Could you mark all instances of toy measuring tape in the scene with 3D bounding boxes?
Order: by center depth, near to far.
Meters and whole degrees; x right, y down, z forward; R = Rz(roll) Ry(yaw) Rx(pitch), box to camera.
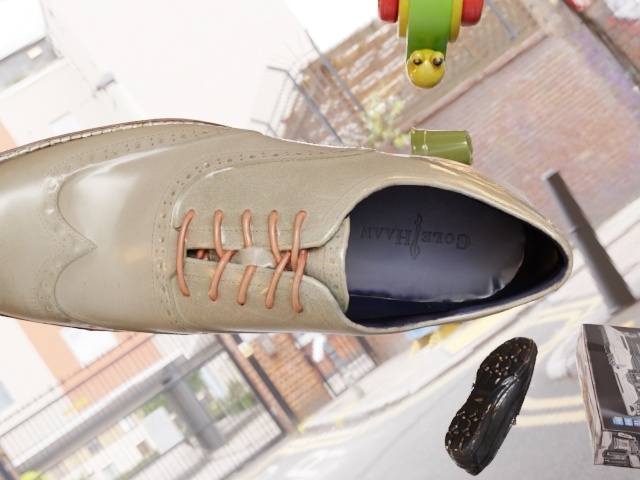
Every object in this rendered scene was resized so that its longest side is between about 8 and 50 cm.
[{"bbox_3d":[0.120,-0.322,0.901,0.121,0.330,0.121,4,-10,1],"label":"toy measuring tape"}]

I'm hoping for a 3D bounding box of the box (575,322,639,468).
[{"bbox_3d":[0.551,0.236,1.268,0.242,0.308,0.076,-75,-12,-56],"label":"box"}]

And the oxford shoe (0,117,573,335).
[{"bbox_3d":[-0.042,-0.007,0.518,0.397,0.140,0.146,-3,7,-12],"label":"oxford shoe"}]

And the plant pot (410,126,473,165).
[{"bbox_3d":[0.178,-0.128,1.234,0.079,0.083,0.083,-7,4,17],"label":"plant pot"}]

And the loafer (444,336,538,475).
[{"bbox_3d":[0.254,0.236,1.237,0.076,0.078,0.223,5,49,46],"label":"loafer"}]
